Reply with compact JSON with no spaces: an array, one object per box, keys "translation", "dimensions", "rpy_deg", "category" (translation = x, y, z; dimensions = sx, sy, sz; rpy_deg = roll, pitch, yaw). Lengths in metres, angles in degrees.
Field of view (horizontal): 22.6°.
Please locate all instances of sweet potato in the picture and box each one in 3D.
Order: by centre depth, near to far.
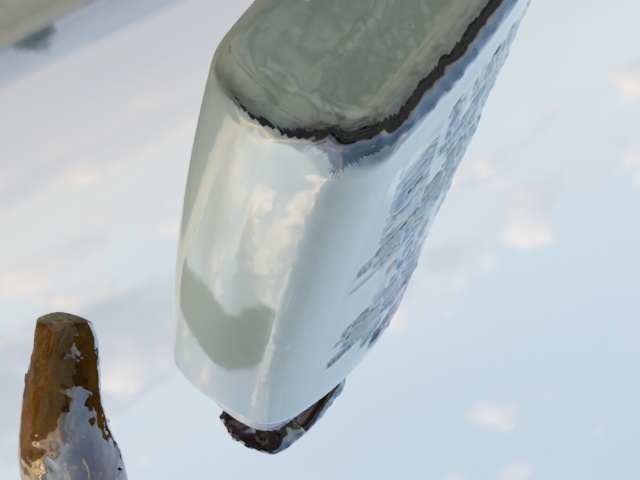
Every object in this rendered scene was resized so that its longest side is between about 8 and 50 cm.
[{"translation":[-0.093,0.156,0.598],"dimensions":[0.057,0.264,0.057],"rpy_deg":[1,-174,0],"category":"sweet potato"}]

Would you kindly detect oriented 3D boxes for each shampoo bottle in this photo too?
[{"translation":[0.000,0.000,0.590],"dimensions":[0.153,0.071,0.284],"rpy_deg":[-52,169,-35],"category":"shampoo bottle"}]
